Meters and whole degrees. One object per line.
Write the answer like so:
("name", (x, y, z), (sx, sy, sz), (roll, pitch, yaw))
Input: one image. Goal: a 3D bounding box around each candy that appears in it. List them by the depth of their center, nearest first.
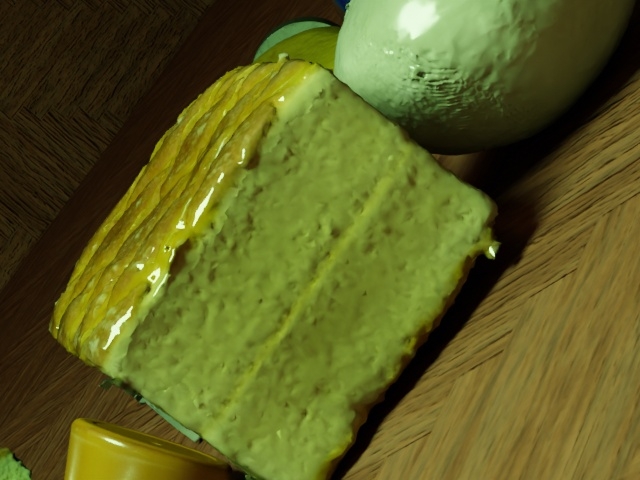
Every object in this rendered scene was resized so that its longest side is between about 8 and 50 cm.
("candy", (0.132, -0.168, 1.490), (0.295, 0.185, 0.295), (-43, -8, -7))

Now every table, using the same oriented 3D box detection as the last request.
("table", (-0.013, -0.187, 2.189), (0.133, 0.133, 0.043), (-47, 11, 11))

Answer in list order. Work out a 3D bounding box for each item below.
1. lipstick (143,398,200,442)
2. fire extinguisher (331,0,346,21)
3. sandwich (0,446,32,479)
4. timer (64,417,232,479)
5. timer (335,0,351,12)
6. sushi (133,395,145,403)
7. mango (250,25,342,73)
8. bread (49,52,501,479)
("lipstick", (-0.029, 0.040, 1.696), (0.317, 0.068, 0.066), (-46, 13, 12))
("fire extinguisher", (0.151, -0.355, 2.198), (0.135, 0.114, 0.337), (-3, -19, -35))
("sandwich", (-0.380, 0.326, 1.948), (0.236, 0.122, 0.128), (-48, 10, 6))
("timer", (-0.152, 0.229, 1.498), (0.132, 0.132, 0.152), (-176, 104, -75))
("timer", (0.176, -0.345, 1.691), (0.383, 0.270, 0.270), (-42, 13, 21))
("sushi", (-0.179, 0.108, 2.119), (0.139, 0.031, 0.201), (-51, 12, -7))
("mango", (-0.004, -0.131, 1.972), (0.195, 0.142, 0.331), (-56, 15, -7))
("bread", (-0.045, 0.022, 1.430), (0.279, 0.207, 0.279), (-56, 14, -3))
